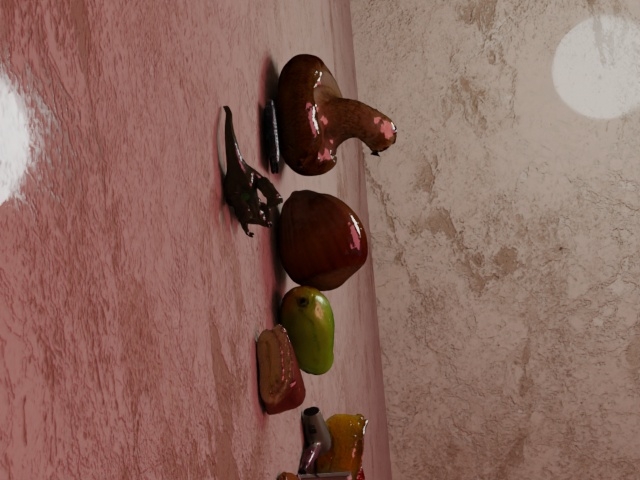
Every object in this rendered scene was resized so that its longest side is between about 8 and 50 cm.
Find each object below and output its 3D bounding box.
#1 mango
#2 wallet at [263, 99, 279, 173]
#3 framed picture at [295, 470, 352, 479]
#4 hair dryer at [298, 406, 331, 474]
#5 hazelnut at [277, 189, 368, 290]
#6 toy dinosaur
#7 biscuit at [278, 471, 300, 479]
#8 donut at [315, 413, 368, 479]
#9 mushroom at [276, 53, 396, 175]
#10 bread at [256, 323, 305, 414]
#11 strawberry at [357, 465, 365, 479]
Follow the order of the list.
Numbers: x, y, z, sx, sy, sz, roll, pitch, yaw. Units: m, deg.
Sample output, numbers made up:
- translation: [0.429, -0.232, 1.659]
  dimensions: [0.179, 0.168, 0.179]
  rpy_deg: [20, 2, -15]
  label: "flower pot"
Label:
- translation: [-0.023, 0.179, 1.978]
  dimensions: [0.233, 0.111, 0.125]
  rpy_deg: [74, 21, -46]
  label: "mango"
- translation: [-0.096, -0.202, 1.940]
  dimensions: [0.088, 0.026, 0.129]
  rpy_deg: [99, -14, -78]
  label: "wallet"
- translation: [0.014, 0.618, 2.025]
  dimensions: [0.209, 0.019, 0.281]
  rpy_deg: [17, 67, -53]
  label: "framed picture"
- translation: [-0.018, 0.441, 2.104]
  dimensions: [0.154, 0.054, 0.106]
  rpy_deg: [-73, 154, -56]
  label: "hair dryer"
- translation: [-0.009, 0.004, 1.997]
  dimensions: [0.210, 0.210, 0.186]
  rpy_deg: [54, 56, -74]
  label: "hazelnut"
- translation: [-0.143, -0.098, 1.631]
  dimensions: [0.179, 0.087, 0.187]
  rpy_deg: [51, -25, 23]
  label: "toy dinosaur"
- translation: [-0.059, 0.520, 1.824]
  dimensions: [0.186, 0.036, 0.192]
  rpy_deg: [67, 20, -61]
  label: "biscuit"
- translation: [0.040, 0.475, 2.222]
  dimensions: [0.174, 0.074, 0.190]
  rpy_deg: [132, -29, -57]
  label: "donut"
- translation: [-0.001, -0.274, 2.092]
  dimensions: [0.267, 0.254, 0.267]
  rpy_deg: [60, -14, 26]
  label: "mushroom"
- translation: [-0.068, 0.252, 1.777]
  dimensions: [0.192, 0.067, 0.119]
  rpy_deg: [75, 14, -51]
  label: "bread"
- translation: [0.066, 0.625, 2.428]
  dimensions: [0.167, 0.087, 0.208]
  rpy_deg: [74, 16, -60]
  label: "strawberry"
